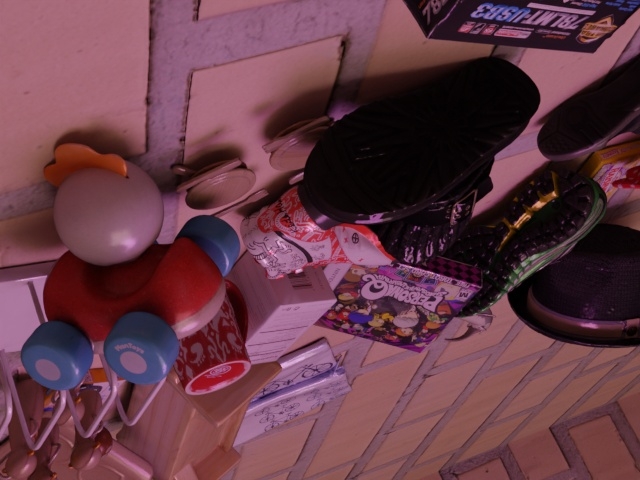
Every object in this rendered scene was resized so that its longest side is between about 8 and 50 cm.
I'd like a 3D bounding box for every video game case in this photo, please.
[{"bbox_3d":[0.095,0.081,1.628,0.232,0.042,0.210,16,141,-16],"label":"video game case"}]

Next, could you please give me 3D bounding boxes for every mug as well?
[{"bbox_3d":[-0.146,0.100,1.395,0.150,0.169,0.113,-12,153,-27],"label":"mug"}]

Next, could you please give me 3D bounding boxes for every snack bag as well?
[{"bbox_3d":[-0.099,0.303,2.048,0.323,0.037,0.342,-23,157,-4],"label":"snack bag"}]

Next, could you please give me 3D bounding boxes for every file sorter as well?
[{"bbox_3d":[-0.349,0.150,1.296,0.277,0.173,0.193,-9,153,-34],"label":"file sorter"}]

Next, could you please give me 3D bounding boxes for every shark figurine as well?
[{"bbox_3d":[0.269,0.106,1.930,0.166,0.116,0.278,1,162,31],"label":"shark figurine"}]

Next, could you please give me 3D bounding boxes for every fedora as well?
[{"bbox_3d":[0.512,0.062,1.955,0.334,0.334,0.153,-13,119,-26],"label":"fedora"}]

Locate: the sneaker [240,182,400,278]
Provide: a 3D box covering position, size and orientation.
[{"bbox_3d":[-0.001,-0.001,1.435,0.145,0.090,0.270,-29,156,18],"label":"sneaker"}]

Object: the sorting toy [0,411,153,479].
[{"bbox_3d":[-0.385,0.401,1.771,0.307,0.041,0.229,39,118,-22],"label":"sorting toy"}]

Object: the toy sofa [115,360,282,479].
[{"bbox_3d":[-0.204,0.270,1.742,0.150,0.177,0.363,-37,162,-35],"label":"toy sofa"}]

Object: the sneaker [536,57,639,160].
[{"bbox_3d":[0.414,-0.169,1.492,0.227,0.087,0.130,-35,149,10],"label":"sneaker"}]

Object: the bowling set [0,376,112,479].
[{"bbox_3d":[-0.368,0.293,1.526,0.287,0.154,0.200,-38,129,27],"label":"bowling set"}]

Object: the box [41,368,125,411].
[{"bbox_3d":[-0.360,0.225,1.629,0.136,0.028,0.081,3,144,-44],"label":"box"}]

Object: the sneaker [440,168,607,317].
[{"bbox_3d":[0.321,0.019,1.728,0.343,0.134,0.146,-37,154,31],"label":"sneaker"}]

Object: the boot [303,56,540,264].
[{"bbox_3d":[0.101,-0.059,1.298,0.348,0.131,0.260,-26,160,-31],"label":"boot"}]

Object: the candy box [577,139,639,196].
[{"bbox_3d":[0.451,-0.091,1.772,0.105,0.027,0.206,-18,156,-25],"label":"candy box"}]

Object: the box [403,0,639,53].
[{"bbox_3d":[0.272,-0.311,1.064,0.295,0.073,0.293,-4,150,-41],"label":"box"}]

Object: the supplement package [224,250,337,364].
[{"bbox_3d":[-0.078,0.092,1.528,0.105,0.105,0.179,-5,150,-40],"label":"supplement package"}]

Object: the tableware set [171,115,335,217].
[{"bbox_3d":[-0.071,-0.093,1.229,0.194,0.039,0.128,-25,161,4],"label":"tableware set"}]

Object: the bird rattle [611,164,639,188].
[{"bbox_3d":[0.571,-0.150,1.628,0.207,0.143,0.253,-44,161,-28],"label":"bird rattle"}]

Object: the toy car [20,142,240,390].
[{"bbox_3d":[-0.230,-0.003,1.138,0.210,0.219,0.238,-7,121,26],"label":"toy car"}]
